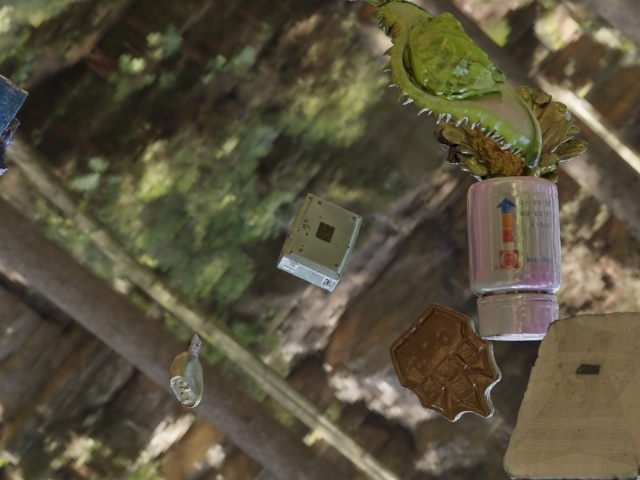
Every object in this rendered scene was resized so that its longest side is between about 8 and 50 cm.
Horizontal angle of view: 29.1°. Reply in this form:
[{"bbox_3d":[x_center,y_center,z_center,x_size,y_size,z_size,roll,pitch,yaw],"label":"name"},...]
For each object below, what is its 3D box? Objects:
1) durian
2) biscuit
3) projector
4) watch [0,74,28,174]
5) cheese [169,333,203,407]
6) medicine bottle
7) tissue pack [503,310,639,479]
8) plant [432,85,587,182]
[{"bbox_3d":[0.166,-0.238,1.700,0.132,0.375,0.106,-49,166,21],"label":"durian"},{"bbox_3d":[0.230,0.229,2.188,0.182,0.215,0.034,-48,163,23],"label":"biscuit"},{"bbox_3d":[0.000,0.000,2.190,0.061,0.115,0.147,118,-6,-55],"label":"projector"},{"bbox_3d":[-0.701,-0.264,2.598,0.200,0.171,0.196,-42,-149,38],"label":"watch"},{"bbox_3d":[-0.261,0.249,2.468,0.037,0.097,0.192,-19,-153,13],"label":"cheese"},{"bbox_3d":[0.314,0.032,1.990,0.152,0.152,0.255,158,-68,-69],"label":"medicine bottle"},{"bbox_3d":[0.491,0.279,1.612,0.264,0.416,0.253,-11,-124,59],"label":"tissue pack"},{"bbox_3d":[0.331,-0.164,2.357,0.297,0.261,0.306,128,-17,-60],"label":"plant"}]
